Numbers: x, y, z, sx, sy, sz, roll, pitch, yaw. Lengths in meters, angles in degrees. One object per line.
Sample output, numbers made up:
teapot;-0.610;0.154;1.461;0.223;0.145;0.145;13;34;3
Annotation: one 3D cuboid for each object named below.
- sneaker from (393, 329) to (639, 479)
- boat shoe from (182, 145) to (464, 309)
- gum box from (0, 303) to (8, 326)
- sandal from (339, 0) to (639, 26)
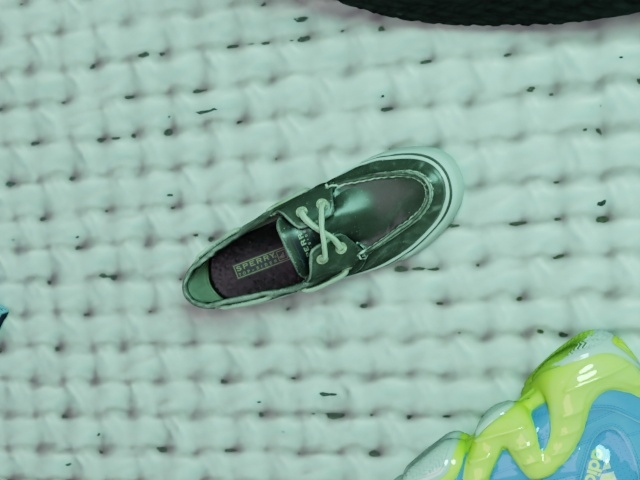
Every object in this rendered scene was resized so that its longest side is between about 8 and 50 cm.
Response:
sneaker;0.138;0.174;0.912;0.240;0.091;0.126;-42;83;21
boat shoe;0.000;0.000;0.952;0.219;0.070;0.078;-26;88;24
gum box;-0.374;0.072;1.132;0.184;0.041;0.157;37;110;14
sandal;0.167;-0.218;0.824;0.445;0.167;0.107;1;64;21
